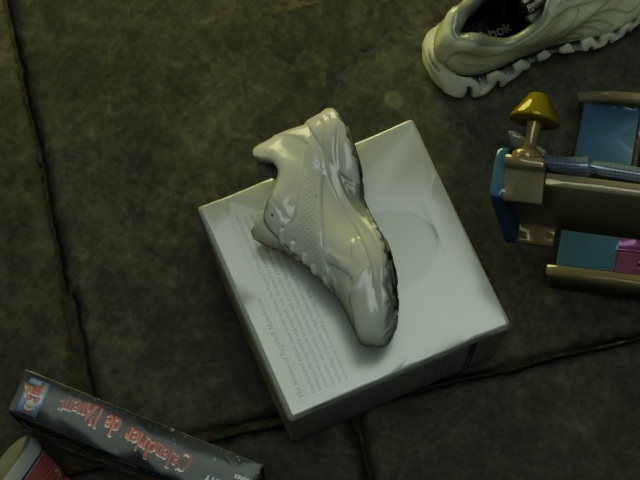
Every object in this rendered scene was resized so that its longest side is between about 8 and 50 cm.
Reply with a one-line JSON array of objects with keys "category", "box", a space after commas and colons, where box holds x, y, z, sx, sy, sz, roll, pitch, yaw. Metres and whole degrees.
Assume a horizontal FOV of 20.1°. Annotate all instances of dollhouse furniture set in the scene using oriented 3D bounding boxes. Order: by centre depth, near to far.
[{"category": "dollhouse furniture set", "box": [0.325, -0.076, 1.661, 0.286, 0.303, 0.198, 7, 75, 16]}]

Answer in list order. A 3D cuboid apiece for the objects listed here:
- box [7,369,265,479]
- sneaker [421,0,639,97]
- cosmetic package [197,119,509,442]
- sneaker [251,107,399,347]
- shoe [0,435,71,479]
[{"category": "box", "box": [-0.165, 0.196, 1.681, 0.233, 0.159, 0.044, 21, 75, 5]}, {"category": "sneaker", "box": [0.241, -0.245, 1.830, 0.292, 0.118, 0.110, -29, 74, -9]}, {"category": "cosmetic package", "box": [0.028, 0.042, 1.735, 0.224, 0.138, 0.224, -22, 75, -8]}, {"category": "sneaker", "box": [0.000, 0.000, 1.641, 0.115, 0.090, 0.232, -19, 66, 2]}, {"category": "shoe", "box": [-0.294, 0.272, 1.681, 0.081, 0.063, 0.178, 48, 53, -19]}]
